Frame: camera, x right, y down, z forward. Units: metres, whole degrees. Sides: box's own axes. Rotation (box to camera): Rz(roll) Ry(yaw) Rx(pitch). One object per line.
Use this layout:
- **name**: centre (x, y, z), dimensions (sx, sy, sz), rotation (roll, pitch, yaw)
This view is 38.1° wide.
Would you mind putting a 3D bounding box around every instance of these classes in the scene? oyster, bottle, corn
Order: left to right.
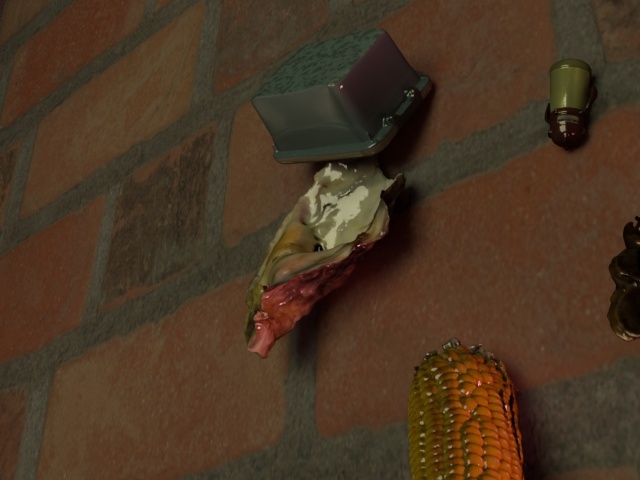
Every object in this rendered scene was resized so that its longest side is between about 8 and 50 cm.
- **oyster**: centre (0.008, 0.006, 1.206), dimensions (0.271, 0.100, 0.275), rotation (-42, 19, 29)
- **corn**: centre (0.135, 0.211, 0.872), dimensions (0.115, 0.115, 0.318), rotation (-40, 19, 24)
- **bottle**: centre (0.281, -0.151, 1.051), dimensions (0.063, 0.047, 0.101), rotation (118, 161, -70)

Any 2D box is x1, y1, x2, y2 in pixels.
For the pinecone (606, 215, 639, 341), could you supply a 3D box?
- **pinecone**: centre (0.346, 0.016, 0.720), dimensions (0.243, 0.243, 0.257), rotation (-3, 106, 47)

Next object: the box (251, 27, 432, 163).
- **box**: centre (0.024, -0.192, 1.274), dimensions (0.227, 0.130, 0.162), rotation (1, 45, 48)
